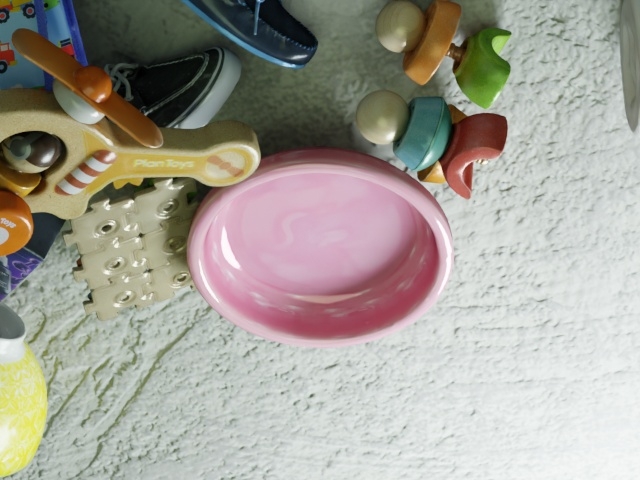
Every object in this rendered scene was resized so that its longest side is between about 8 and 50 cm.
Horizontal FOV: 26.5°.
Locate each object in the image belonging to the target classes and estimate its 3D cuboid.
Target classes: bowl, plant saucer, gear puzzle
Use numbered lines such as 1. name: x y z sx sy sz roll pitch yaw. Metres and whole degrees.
1. bowl: -0.465 0.158 1.756 0.289 0.289 0.156 28 106 -14
2. plant saucer: 0.000 0.000 1.709 0.332 0.084 0.332 1 136 1
3. gear puzzle: -0.233 -0.024 1.678 0.175 0.044 0.339 -19 147 -12

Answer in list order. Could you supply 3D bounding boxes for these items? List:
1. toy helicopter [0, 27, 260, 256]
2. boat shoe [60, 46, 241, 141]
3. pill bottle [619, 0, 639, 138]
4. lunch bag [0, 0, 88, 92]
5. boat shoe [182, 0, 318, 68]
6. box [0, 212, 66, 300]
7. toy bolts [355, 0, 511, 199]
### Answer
1. toy helicopter: -0.229 -0.109 1.453 0.355 0.140 0.235 -1 140 -24
2. boat shoe: -0.238 -0.159 1.634 0.306 0.113 0.105 -24 133 27
3. pill bottle: 0.507 -0.211 1.528 0.319 0.176 0.176 -4 122 5
4. lunch bag: -0.403 -0.281 1.537 0.221 0.138 0.293 -11 91 11
5. boat shoe: -0.103 -0.293 1.548 0.258 0.109 0.089 32 115 -19
6. box: -0.416 -0.024 1.682 0.153 0.108 0.207 32 147 -16
7. toy bolts: 0.110 -0.148 1.564 0.159 0.228 0.218 21 128 -11
